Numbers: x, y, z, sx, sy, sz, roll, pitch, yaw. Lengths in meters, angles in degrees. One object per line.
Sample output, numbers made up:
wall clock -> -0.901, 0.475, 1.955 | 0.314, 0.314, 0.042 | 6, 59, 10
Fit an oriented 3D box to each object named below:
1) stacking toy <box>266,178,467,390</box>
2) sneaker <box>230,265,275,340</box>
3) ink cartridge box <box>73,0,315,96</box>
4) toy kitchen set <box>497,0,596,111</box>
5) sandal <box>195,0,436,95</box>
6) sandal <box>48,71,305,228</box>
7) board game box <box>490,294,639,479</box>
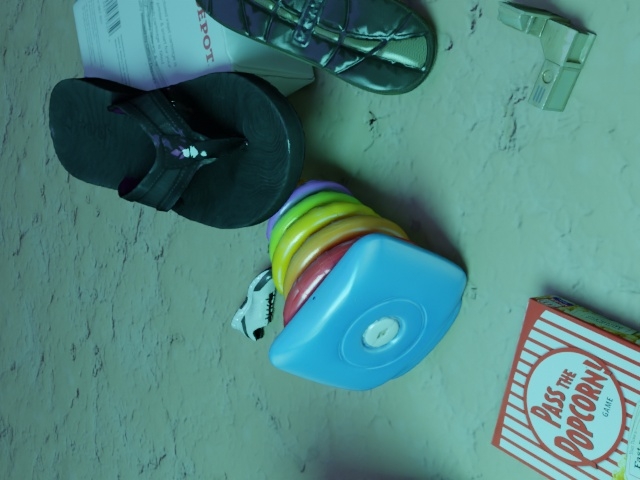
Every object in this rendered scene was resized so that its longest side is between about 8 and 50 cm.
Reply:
stacking toy -> 0.000, 0.000, 0.983 | 0.175, 0.166, 0.301 | -52, 43, 18
sneaker -> -0.070, 0.077, 1.136 | 0.044, 0.040, 0.109 | 40, 126, 20
ink cartridge box -> -0.166, -0.249, 1.148 | 0.308, 0.129, 0.223 | -20, 77, 47
toy kitchen set -> 0.178, -0.166, 0.819 | 0.083, 0.068, 0.075 | 39, 120, 40
sandal -> -0.018, -0.245, 0.967 | 0.303, 0.086, 0.120 | 35, 107, 5
sandal -> -0.194, -0.098, 1.032 | 0.446, 0.107, 0.167 | 9, 110, 44
board game box -> 0.246, 0.148, 0.780 | 0.194, 0.045, 0.146 | 25, 110, 44
